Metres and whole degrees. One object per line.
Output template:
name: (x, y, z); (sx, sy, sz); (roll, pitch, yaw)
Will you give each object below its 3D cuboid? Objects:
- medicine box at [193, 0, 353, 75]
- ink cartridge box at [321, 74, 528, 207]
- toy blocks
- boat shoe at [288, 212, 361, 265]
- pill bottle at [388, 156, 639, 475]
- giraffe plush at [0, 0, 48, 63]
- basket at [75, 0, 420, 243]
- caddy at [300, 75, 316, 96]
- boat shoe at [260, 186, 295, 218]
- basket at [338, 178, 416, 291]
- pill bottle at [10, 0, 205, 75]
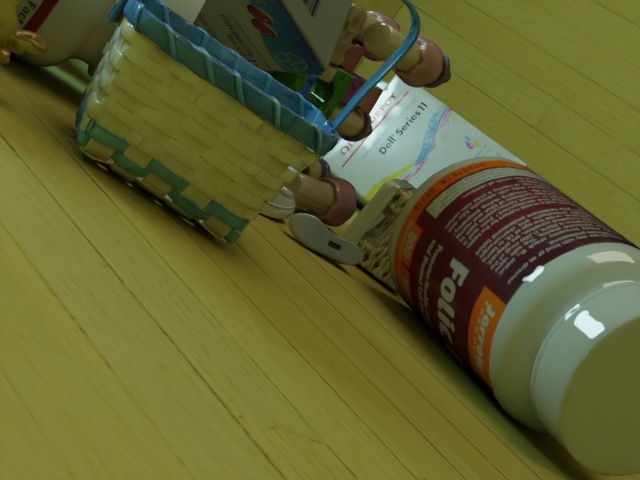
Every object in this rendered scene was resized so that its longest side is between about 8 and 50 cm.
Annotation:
medicine box: (-0.141, -0.341, 1.671); (0.289, 0.149, 0.263); (9, -23, 27)
ink cartridge box: (0.148, -0.125, 2.241); (0.353, 0.207, 0.119); (39, -4, 26)
toy blocks: (0.004, -0.204, 1.892); (0.309, 0.288, 0.260); (37, 11, 32)
boat shoe: (0.000, 0.000, 1.592); (0.100, 0.035, 0.035); (28, -17, -25)
pill bottle: (0.247, 0.074, 1.494); (0.224, 0.224, 0.392); (31, 9, -30)
giraffe plush: (-0.326, -0.230, 1.218); (0.170, 0.181, 0.210); (-119, -169, -48)
basket: (-0.083, -0.169, 1.272); (0.255, 0.289, 0.201); (36, 12, -18)
caddy: (-0.098, -0.300, 2.348); (0.341, 0.179, 0.241); (33, 9, -9)
boat shoe: (-0.077, -0.076, 1.576); (0.066, 0.063, 0.184); (42, 10, 38)
basket: (0.102, -0.004, 1.750); (0.103, 0.113, 0.167); (41, 9, 9)
pill bottle: (-0.322, -0.327, 1.421); (0.408, 0.229, 0.229); (33, 8, -20)
